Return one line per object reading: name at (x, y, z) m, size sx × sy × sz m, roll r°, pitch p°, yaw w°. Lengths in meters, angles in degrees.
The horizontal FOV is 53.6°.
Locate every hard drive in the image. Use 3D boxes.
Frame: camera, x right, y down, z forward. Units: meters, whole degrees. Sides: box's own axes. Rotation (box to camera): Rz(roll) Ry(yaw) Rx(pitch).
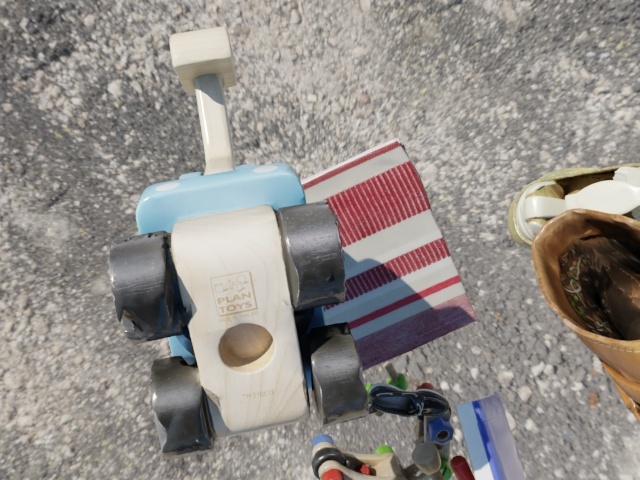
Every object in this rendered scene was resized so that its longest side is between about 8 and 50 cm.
hard drive at (0.276, 0.388, 0.916) m, size 0.040 × 0.210 × 0.319 m, roll -19°, pitch 73°, yaw 19°

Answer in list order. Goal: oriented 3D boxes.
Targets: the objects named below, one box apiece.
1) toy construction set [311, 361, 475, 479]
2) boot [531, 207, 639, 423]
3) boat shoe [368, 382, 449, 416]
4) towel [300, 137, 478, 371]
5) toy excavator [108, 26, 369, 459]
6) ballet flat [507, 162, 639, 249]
toy construction set at (0.159, 0.400, 1.044) m, size 0.257 × 0.309 × 0.237 m, roll -36°, pitch 112°, yaw -21°
boot at (0.226, 0.091, 0.286) m, size 0.220 × 0.283 × 0.109 m, roll 41°, pitch 103°, yaw -20°
boat shoe at (0.135, 0.248, 0.962) m, size 0.125 × 0.038 × 0.046 m, roll 14°, pitch 108°, yaw 0°
towel at (0.076, 0.035, 0.967) m, size 0.237 × 0.037 × 0.329 m, roll -25°, pitch 110°, yaw 4°
toy excavator at (-0.118, -0.030, 0.786) m, size 0.222 × 0.445 × 0.433 m, roll -12°, pitch 111°, yaw -7°
ballet flat at (0.350, -0.045, 0.856) m, size 0.123 × 0.348 × 0.123 m, roll 1°, pitch 87°, yaw -27°
